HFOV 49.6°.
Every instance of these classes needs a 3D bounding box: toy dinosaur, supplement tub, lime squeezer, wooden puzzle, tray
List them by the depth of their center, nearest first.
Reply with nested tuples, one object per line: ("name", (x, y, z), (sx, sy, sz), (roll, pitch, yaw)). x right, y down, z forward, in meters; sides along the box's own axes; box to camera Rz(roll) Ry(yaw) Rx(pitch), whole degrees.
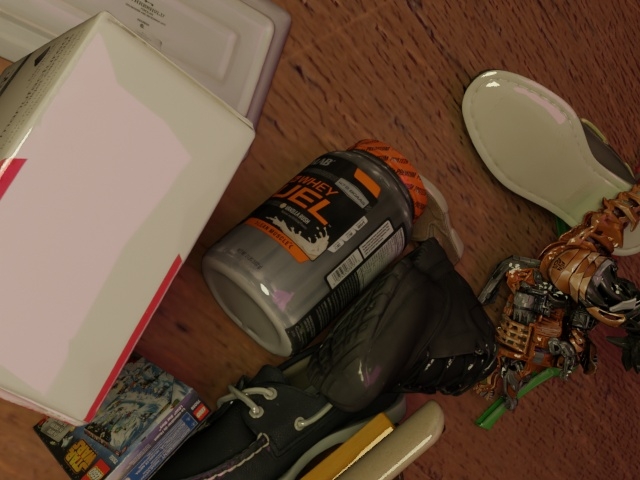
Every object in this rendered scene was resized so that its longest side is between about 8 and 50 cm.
("tray", (-0.141, -0.174, 0.535), (0.270, 0.030, 0.145), (21, 85, -36))
("wooden puzzle", (0.011, 0.211, 0.581), (0.221, 0.044, 0.238), (-38, 163, -4))
("supplement tub", (0.000, 0.000, 0.608), (0.190, 0.117, 0.117), (-43, 119, -25))
("toy dinosaur", (0.306, 0.066, 0.773), (0.322, 0.218, 0.164), (-58, 176, 32))
("lime squeezer", (0.292, 0.102, 0.889), (0.110, 0.059, 0.310), (21, 84, -4))

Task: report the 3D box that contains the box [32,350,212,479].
("box", (-0.148, 0.131, 0.505), (0.094, 0.137, 0.027), (-45, 119, -22))

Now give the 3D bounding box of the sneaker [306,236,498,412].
("sneaker", (0.091, 0.081, 0.592), (0.130, 0.109, 0.286), (46, 27, 9))

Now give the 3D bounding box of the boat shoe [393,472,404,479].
("boat shoe", (0.066, 0.344, 0.718), (0.095, 0.095, 0.257), (-2, 98, -36))

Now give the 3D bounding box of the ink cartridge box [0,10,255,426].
("ink cartridge box", (-0.167, -0.019, 0.410), (0.100, 0.237, 0.172), (36, 76, -31))

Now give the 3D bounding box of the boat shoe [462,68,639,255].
("boat shoe", (0.275, -0.097, 0.810), (0.305, 0.091, 0.109), (36, 117, -20))

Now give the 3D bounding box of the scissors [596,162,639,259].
("scissors", (0.438, -0.082, 0.969), (0.021, 0.109, 0.297), (35, 49, -5))

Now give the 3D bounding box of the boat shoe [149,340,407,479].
("boat shoe", (-0.040, 0.151, 0.611), (0.303, 0.114, 0.091), (-17, 106, -47))

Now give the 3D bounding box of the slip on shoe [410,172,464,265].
("slip on shoe", (0.108, -0.017, 0.729), (0.041, 0.051, 0.135), (-51, 130, -23))
